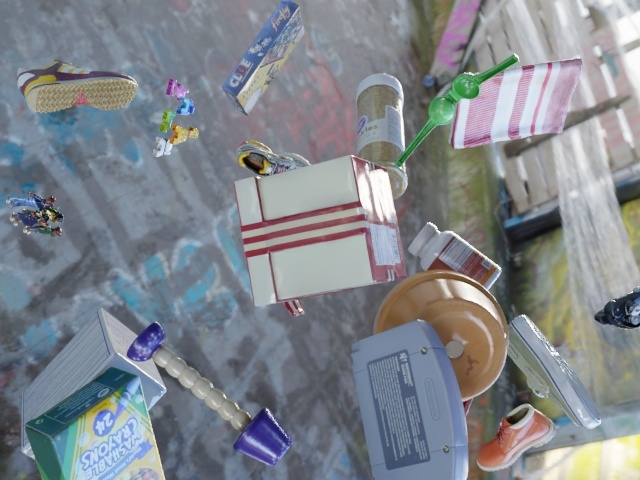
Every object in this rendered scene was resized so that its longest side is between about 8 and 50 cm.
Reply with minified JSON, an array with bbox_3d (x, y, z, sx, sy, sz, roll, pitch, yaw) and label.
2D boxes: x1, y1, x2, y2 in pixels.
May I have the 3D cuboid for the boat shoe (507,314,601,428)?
[{"bbox_3d":[0.520,0.310,1.632,0.109,0.094,0.302,23,30,-47],"label":"boat shoe"}]

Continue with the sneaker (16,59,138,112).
[{"bbox_3d":[-0.389,-0.258,1.146,0.186,0.069,0.084,-11,54,-39],"label":"sneaker"}]

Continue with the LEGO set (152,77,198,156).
[{"bbox_3d":[-0.403,-0.343,2.068,0.093,0.087,0.227,-2,112,-56],"label":"LEGO set"}]

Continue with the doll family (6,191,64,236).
[{"bbox_3d":[-0.697,-0.064,1.769,0.193,0.112,0.076,87,7,-76],"label":"doll family"}]

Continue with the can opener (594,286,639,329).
[{"bbox_3d":[0.539,0.094,1.156,0.073,0.186,0.059,-132,-156,-69],"label":"can opener"}]

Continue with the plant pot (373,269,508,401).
[{"bbox_3d":[0.260,0.208,1.469,0.203,0.291,0.290,56,11,-90],"label":"plant pot"}]

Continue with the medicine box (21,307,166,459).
[{"bbox_3d":[-0.497,0.325,1.538,0.149,0.263,0.289,45,-5,-25],"label":"medicine box"}]

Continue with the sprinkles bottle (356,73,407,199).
[{"bbox_3d":[0.146,-0.255,1.724,0.121,0.121,0.355,42,36,-35],"label":"sprinkles bottle"}]

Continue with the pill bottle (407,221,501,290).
[{"bbox_3d":[0.330,0.054,1.775,0.216,0.121,0.121,38,30,11],"label":"pill bottle"}]

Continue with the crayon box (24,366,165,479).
[{"bbox_3d":[-0.407,0.432,1.342,0.203,0.083,0.322,-35,126,-48],"label":"crayon box"}]

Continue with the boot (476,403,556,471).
[{"bbox_3d":[0.337,0.354,1.287,0.085,0.158,0.059,43,16,-29],"label":"boot"}]

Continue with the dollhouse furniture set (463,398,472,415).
[{"bbox_3d":[0.313,0.258,1.797,0.201,0.152,0.374,24,78,0],"label":"dollhouse furniture set"}]

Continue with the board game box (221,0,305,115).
[{"bbox_3d":[-0.125,-0.412,1.611,0.042,0.243,0.165,34,-2,5],"label":"board game box"}]

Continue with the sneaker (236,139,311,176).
[{"bbox_3d":[-0.125,-0.197,1.944,0.225,0.088,0.092,17,28,-4],"label":"sneaker"}]

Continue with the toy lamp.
[{"bbox_3d":[-0.161,0.231,1.062,0.275,0.080,0.080,40,32,7],"label":"toy lamp"}]

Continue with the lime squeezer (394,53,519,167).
[{"bbox_3d":[0.263,-0.261,1.391,0.059,0.310,0.110,31,34,-29],"label":"lime squeezer"}]

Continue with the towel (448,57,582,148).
[{"bbox_3d":[0.511,-0.358,1.880,0.237,0.329,0.037,88,-10,-49],"label":"towel"}]

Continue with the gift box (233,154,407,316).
[{"bbox_3d":[0.000,0.000,1.310,0.276,0.258,0.255,16,64,-68],"label":"gift box"}]

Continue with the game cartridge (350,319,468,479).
[{"bbox_3d":[0.163,0.307,1.300,0.062,0.198,0.297,19,55,-51],"label":"game cartridge"}]
